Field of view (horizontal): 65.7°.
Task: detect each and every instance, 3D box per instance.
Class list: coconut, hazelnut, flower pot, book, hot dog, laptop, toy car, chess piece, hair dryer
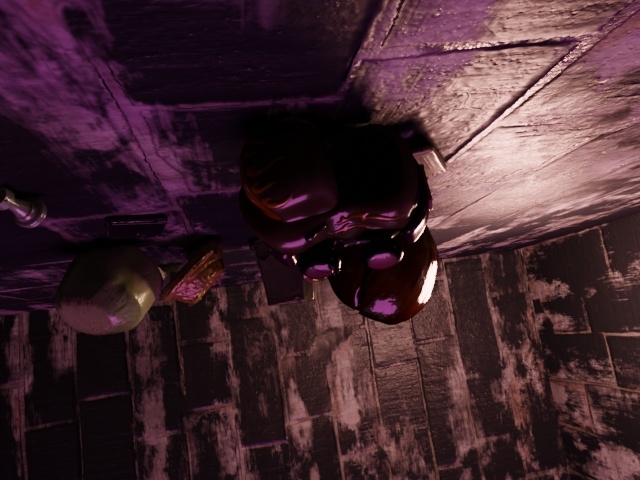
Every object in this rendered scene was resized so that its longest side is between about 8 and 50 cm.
[{"bbox_3d":[-0.675,0.144,1.605,0.329,0.328,0.281,-17,124,42],"label":"coconut"},{"bbox_3d":[0.217,0.102,1.765,0.403,0.401,0.429,-14,159,32],"label":"hazelnut"},{"bbox_3d":[-0.124,0.112,1.887,0.291,0.258,0.290,-7,171,-1],"label":"flower pot"},{"bbox_3d":[0.102,-0.147,1.149,0.353,0.035,0.239,-11,175,20],"label":"book"},{"bbox_3d":[-0.485,0.061,1.906,0.099,0.053,0.192,-7,168,-15],"label":"hot dog"},{"bbox_3d":[-0.513,-0.034,1.377,0.154,0.026,0.207,-5,171,-24],"label":"laptop"},{"bbox_3d":[0.020,-0.099,0.875,0.341,0.271,0.240,-12,150,6],"label":"toy car"},{"bbox_3d":[-0.605,-0.069,0.985,0.067,0.067,0.103,-9,162,6],"label":"chess piece"},{"bbox_3d":[-0.750,0.143,2.117,0.296,0.118,0.298,-9,156,26],"label":"hair dryer"}]

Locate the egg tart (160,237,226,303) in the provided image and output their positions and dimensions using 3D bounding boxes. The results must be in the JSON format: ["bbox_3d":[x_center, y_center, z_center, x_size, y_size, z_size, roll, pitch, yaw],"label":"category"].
[{"bbox_3d":[-0.422,0.121,1.713,0.290,0.115,0.290,-49,-177,4],"label":"egg tart"}]

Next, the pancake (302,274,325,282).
[{"bbox_3d":[0.003,0.051,1.794,0.029,0.235,0.212,22,-136,32],"label":"pancake"}]
